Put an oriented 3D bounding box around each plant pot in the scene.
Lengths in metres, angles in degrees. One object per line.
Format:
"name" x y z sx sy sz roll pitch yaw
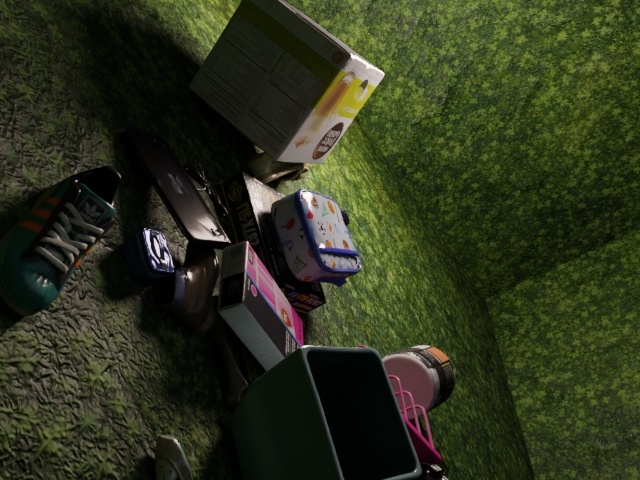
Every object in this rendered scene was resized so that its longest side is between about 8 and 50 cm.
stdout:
"plant pot" -0.016 0.356 1.170 0.248 0.252 0.247 14 50 -52

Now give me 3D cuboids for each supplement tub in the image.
"supplement tub" 0.289 0.414 1.931 0.316 0.193 0.193 11 54 -64

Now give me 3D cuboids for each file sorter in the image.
"file sorter" 0.109 0.409 1.499 0.290 0.202 0.182 51 18 -32

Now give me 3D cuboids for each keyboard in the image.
"keyboard" -0.285 -0.105 1.363 0.201 0.033 0.317 7 44 -57

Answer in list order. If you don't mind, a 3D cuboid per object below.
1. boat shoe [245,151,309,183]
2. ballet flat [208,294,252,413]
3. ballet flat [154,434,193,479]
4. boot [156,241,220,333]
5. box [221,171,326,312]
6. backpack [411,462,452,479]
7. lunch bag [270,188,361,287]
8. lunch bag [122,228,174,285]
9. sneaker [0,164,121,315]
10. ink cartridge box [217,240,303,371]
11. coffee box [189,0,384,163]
"boat shoe" -0.117 -0.203 1.910 0.285 0.104 0.089 -10 77 -58
"ballet flat" -0.172 0.217 1.277 0.084 0.058 0.250 33 35 -54
"ballet flat" -0.217 0.375 0.973 0.052 0.057 0.168 -10 72 -59
"boot" -0.255 0.062 1.246 0.106 0.082 0.219 42 30 -48
"box" -0.117 0.008 1.653 0.257 0.079 0.322 30 37 -58
"backpack" 0.232 0.649 1.404 0.225 0.253 0.191 31 -20 54
"lunch bag" 0.000 0.000 1.680 0.303 0.115 0.243 9 57 -65
"lunch bag" -0.311 0.025 1.181 0.067 0.065 0.098 21 45 -61
"sneaker" -0.386 -0.020 0.979 0.108 0.121 0.302 48 24 -31
"ink cartridge box" -0.103 0.188 1.381 0.176 0.069 0.371 -94 162 -48
"coffee box" -0.085 -0.440 1.801 0.338 0.334 0.337 40 17 13
